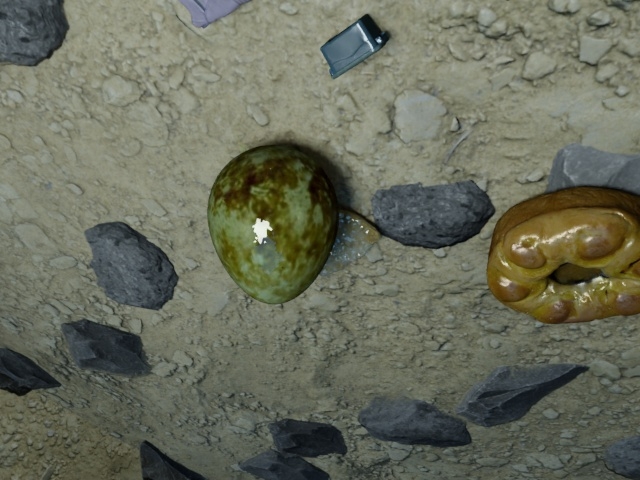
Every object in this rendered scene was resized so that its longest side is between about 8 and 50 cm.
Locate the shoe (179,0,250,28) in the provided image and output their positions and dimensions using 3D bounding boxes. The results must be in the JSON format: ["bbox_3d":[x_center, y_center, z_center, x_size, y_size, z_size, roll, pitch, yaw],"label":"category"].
[{"bbox_3d":[-0.203,-0.420,0.780,0.138,0.095,0.245,-29,127,30],"label":"shoe"}]

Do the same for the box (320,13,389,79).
[{"bbox_3d":[0.050,-0.304,0.850,0.099,0.074,0.054,-25,109,31],"label":"box"}]

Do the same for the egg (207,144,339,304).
[{"bbox_3d":[-0.082,-0.030,0.991,0.239,0.289,0.238,-8,170,-2],"label":"egg"}]

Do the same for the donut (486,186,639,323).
[{"bbox_3d":[0.472,0.034,1.010,0.318,0.150,0.299,17,134,-4],"label":"donut"}]

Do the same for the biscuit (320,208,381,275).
[{"bbox_3d":[0.000,0.000,1.164,0.266,0.040,0.188,1,132,14],"label":"biscuit"}]
